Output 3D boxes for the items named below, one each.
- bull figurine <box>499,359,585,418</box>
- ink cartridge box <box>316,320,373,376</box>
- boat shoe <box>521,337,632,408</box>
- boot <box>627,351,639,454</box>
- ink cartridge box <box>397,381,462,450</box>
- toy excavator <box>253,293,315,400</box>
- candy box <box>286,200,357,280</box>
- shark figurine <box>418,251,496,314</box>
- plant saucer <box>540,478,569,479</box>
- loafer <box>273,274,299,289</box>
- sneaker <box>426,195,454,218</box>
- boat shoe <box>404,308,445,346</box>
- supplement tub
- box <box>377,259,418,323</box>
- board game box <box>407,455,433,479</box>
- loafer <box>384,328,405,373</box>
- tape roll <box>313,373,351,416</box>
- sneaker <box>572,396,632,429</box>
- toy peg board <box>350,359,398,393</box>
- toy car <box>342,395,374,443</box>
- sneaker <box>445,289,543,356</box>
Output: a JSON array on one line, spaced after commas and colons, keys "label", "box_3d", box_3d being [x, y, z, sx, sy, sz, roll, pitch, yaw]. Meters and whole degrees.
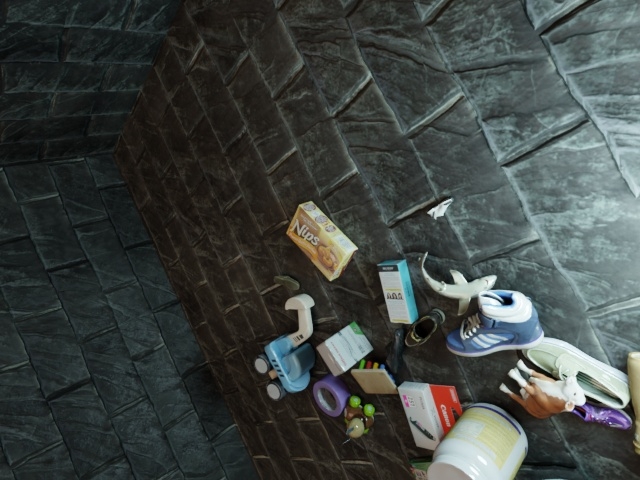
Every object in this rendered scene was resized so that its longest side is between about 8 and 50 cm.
[{"label": "bull figurine", "box_3d": [0.671, 0.463, 1.263, 0.188, 0.101, 0.310, 39, 159, 31]}, {"label": "ink cartridge box", "box_3d": [0.107, 0.473, 1.807, 0.153, 0.208, 0.087, 56, 135, 13]}, {"label": "boat shoe", "box_3d": [0.753, 0.384, 1.227, 0.302, 0.094, 0.109, 20, 119, 38]}, {"label": "boot", "box_3d": [0.941, 0.439, 1.067, 0.236, 0.089, 0.269, -1, 94, 21]}, {"label": "ink cartridge box", "box_3d": [0.461, 0.718, 1.669, 0.239, 0.060, 0.275, -15, 95, 47]}, {"label": "toy excavator", "box_3d": [-0.131, 0.535, 2.099, 0.445, 0.222, 0.433, -34, 81, 32]}, {"label": "candy box", "box_3d": [0.000, 0.000, 1.814, 0.316, 0.087, 0.183, 47, 133, 21]}, {"label": "shark figurine", "box_3d": [0.447, 0.159, 1.441, 0.278, 0.116, 0.166, 20, 85, 29]}, {"label": "plant saucer", "box_3d": [0.729, 0.858, 1.348, 0.043, 0.318, 0.317, -94, 18, -54]}, {"label": "loafer", "box_3d": [-0.166, 0.205, 2.087, 0.148, 0.050, 0.056, 20, 123, 20]}, {"label": "sneaker", "box_3d": [0.417, -0.112, 1.408, 0.044, 0.040, 0.109, 47, 138, -2]}, {"label": "boat shoe", "box_3d": [0.386, 0.346, 1.588, 0.081, 0.069, 0.228, 47, 132, 21]}, {"label": "supplement tub", "box_3d": [0.535, 0.744, 1.408, 0.241, 0.331, 0.241, 18, 117, 39]}, {"label": "box", "box_3d": [0.304, 0.200, 1.616, 0.100, 0.060, 0.244, -6, 102, 45]}, {"label": "board game box", "box_3d": [0.538, 1.006, 1.714, 0.317, 0.046, 0.213, -37, 80, 45]}, {"label": "loafer", "box_3d": [0.302, 0.453, 1.704, 0.078, 0.076, 0.223, 22, 125, 32]}, {"label": "tape roll", "box_3d": [0.057, 0.776, 2.068, 0.189, 0.080, 0.189, 18, 118, 38]}, {"label": "sneaker", "box_3d": [0.824, 0.524, 1.231, 0.170, 0.071, 0.068, 9, 112, 41]}, {"label": "toy peg board", "box_3d": [0.244, 0.587, 1.796, 0.161, 0.079, 0.161, -13, 124, 32]}, {"label": "toy car", "box_3d": [0.151, 0.858, 1.921, 0.149, 0.188, 0.155, 24, 121, 24]}, {"label": "sneaker", "box_3d": [0.519, 0.248, 1.324, 0.323, 0.130, 0.236, -17, 119, 38]}]
